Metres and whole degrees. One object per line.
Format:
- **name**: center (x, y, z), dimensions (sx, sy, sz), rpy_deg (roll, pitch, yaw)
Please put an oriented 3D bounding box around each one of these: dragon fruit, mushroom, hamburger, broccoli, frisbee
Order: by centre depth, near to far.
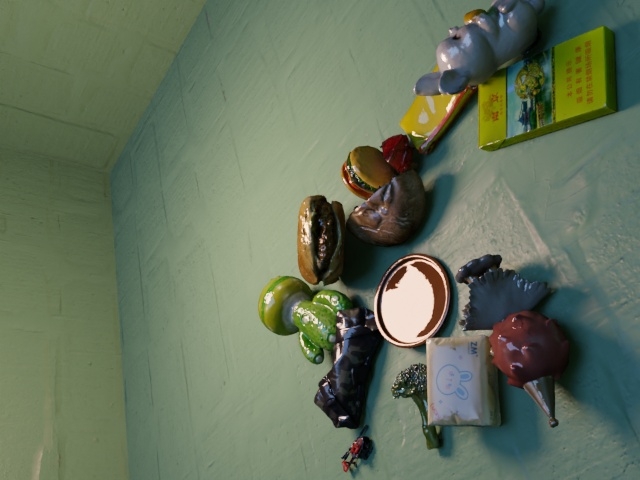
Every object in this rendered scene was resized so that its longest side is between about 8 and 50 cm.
- **broccoli**: center (0.245, 0.398, 1.566), dimensions (0.118, 0.122, 0.204), rpy_deg (70, -177, -78)
- **frisbee**: center (0.236, 0.155, 1.690), dimensions (0.250, 0.021, 0.251), rpy_deg (-21, 60, 43)
- **mushroom**: center (0.188, -0.058, 1.774), dimensions (0.285, 0.156, 0.151), rpy_deg (-43, 74, 43)
- **dragon fruit**: center (0.227, -0.235, 1.789), dimensions (0.083, 0.106, 0.162), rpy_deg (-41, 14, 12)
- **hamburger**: center (0.134, -0.190, 1.846), dimensions (0.115, 0.161, 0.162), rpy_deg (-48, 44, 39)
- **hamburger**: center (0.000, -0.001, 1.889), dimensions (0.283, 0.144, 0.260), rpy_deg (107, 168, -70)

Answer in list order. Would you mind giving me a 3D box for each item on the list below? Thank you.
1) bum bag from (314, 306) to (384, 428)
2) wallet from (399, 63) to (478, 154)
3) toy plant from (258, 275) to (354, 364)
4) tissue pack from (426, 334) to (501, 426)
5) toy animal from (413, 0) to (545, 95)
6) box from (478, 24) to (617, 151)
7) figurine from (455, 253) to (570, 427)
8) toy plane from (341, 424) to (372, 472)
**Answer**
- **bum bag**: center (0.078, 0.347, 1.803), dimensions (0.143, 0.095, 0.341), rpy_deg (15, 92, 25)
- **wallet**: center (0.315, -0.356, 1.733), dimensions (0.241, 0.067, 0.141), rpy_deg (-56, 45, 34)
- **toy plant**: center (-0.037, 0.234, 1.954), dimensions (0.315, 0.184, 0.224), rpy_deg (20, 92, 46)
- **tissue pack**: center (0.316, 0.314, 1.459), dimensions (0.148, 0.092, 0.197), rpy_deg (-9, 69, 29)
- **toy animal**: center (0.372, -0.448, 1.527), dimensions (0.325, 0.154, 0.208), rpy_deg (-52, 23, -5)
- **box**: center (0.499, -0.331, 1.477), dimensions (0.335, 0.047, 0.187), rpy_deg (-14, 69, 53)
- **figurine**: center (0.414, 0.198, 1.355), dimensions (0.206, 0.166, 0.387), rpy_deg (-22, 55, -3)
- **toy plane**: center (0.097, 0.571, 1.765), dimensions (0.145, 0.037, 0.060), rpy_deg (-62, 34, 18)
